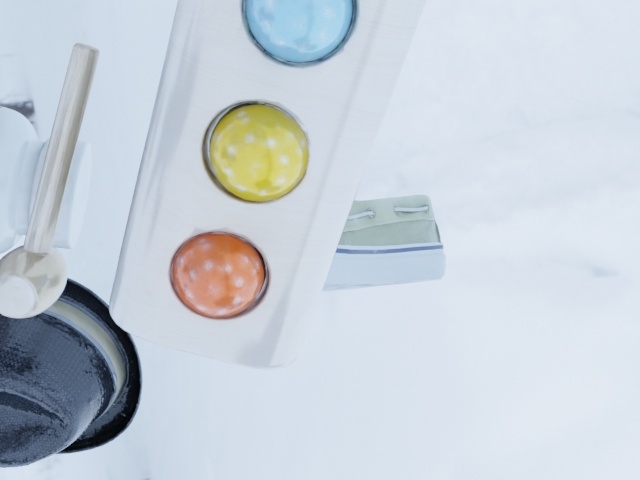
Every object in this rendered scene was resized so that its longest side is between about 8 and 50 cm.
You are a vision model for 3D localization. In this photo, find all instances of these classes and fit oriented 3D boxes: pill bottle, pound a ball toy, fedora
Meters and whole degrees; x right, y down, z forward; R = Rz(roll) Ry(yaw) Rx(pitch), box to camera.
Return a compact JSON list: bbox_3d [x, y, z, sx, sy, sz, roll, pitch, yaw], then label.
[{"bbox_3d":[-0.416,-0.074,0.858,0.169,0.301,0.169,-171,90,-80],"label":"pill bottle"},{"bbox_3d":[-0.079,-0.056,0.461,0.136,0.208,0.319,-91,19,-65],"label":"pound a ball toy"},{"bbox_3d":[-0.411,0.192,1.024,0.152,0.334,0.334,-79,-11,-69],"label":"fedora"}]

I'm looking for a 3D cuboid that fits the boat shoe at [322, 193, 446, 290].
[{"bbox_3d":[0.000,0.000,0.731,0.109,0.302,0.094,-14,80,45],"label":"boat shoe"}]
